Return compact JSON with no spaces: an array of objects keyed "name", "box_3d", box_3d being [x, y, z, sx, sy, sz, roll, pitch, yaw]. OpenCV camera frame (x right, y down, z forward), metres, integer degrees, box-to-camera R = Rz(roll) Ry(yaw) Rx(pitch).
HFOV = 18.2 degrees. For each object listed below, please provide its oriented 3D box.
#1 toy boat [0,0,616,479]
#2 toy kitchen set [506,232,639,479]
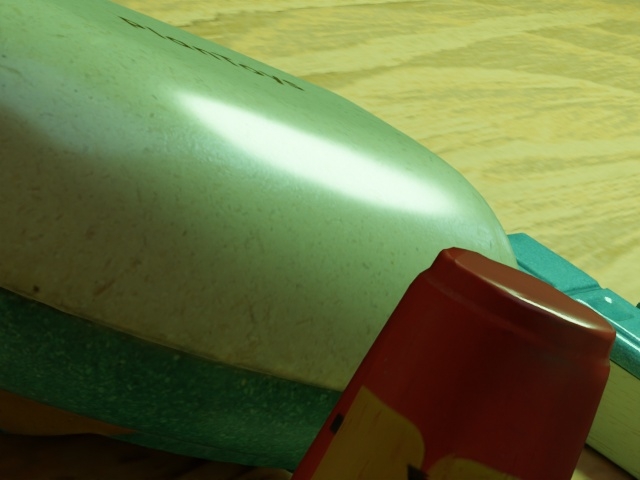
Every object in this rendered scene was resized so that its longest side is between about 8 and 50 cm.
[{"name":"toy boat","box_3d":[-0.042,0.031,0.539,0.267,0.148,0.318,20,11,-31]},{"name":"toy kitchen set","box_3d":[0.168,-0.011,0.843,0.122,0.166,0.207,34,20,25]}]
